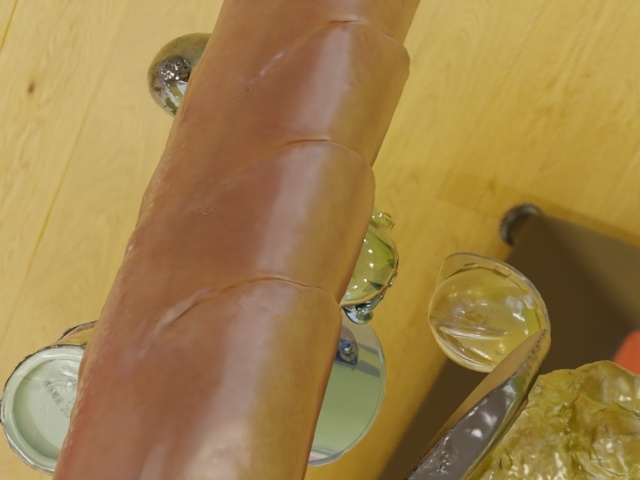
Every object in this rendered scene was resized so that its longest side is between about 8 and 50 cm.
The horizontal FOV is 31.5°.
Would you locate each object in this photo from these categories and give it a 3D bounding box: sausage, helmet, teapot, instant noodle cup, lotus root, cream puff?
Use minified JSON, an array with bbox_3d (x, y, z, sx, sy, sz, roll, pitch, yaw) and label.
[{"bbox_3d":[-0.013,-0.049,0.433,0.088,0.433,0.088,11,145,8],"label":"sausage"},{"bbox_3d":[0.264,0.141,1.995,0.140,0.257,0.205,-20,130,-44],"label":"helmet"},{"bbox_3d":[-0.018,0.023,1.289,0.269,0.173,0.182,30,89,-42],"label":"teapot"},{"bbox_3d":[-0.249,0.174,1.212,0.193,0.212,0.193,0,86,3],"label":"instant noodle cup"},{"bbox_3d":[-0.086,-0.131,0.960,0.089,0.179,0.080,-13,79,16],"label":"lotus root"},{"bbox_3d":[0.353,0.293,1.412,0.323,0.270,0.274,9,76,-27],"label":"cream puff"}]

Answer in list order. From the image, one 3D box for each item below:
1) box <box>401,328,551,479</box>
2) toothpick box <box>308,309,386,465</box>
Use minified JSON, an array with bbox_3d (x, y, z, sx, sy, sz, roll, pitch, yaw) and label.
[{"bbox_3d":[0.116,0.163,0.920,0.042,0.201,0.212,40,114,11],"label":"box"},{"bbox_3d":[-0.083,0.161,1.511,0.263,0.263,0.354,-47,146,14],"label":"toothpick box"}]
